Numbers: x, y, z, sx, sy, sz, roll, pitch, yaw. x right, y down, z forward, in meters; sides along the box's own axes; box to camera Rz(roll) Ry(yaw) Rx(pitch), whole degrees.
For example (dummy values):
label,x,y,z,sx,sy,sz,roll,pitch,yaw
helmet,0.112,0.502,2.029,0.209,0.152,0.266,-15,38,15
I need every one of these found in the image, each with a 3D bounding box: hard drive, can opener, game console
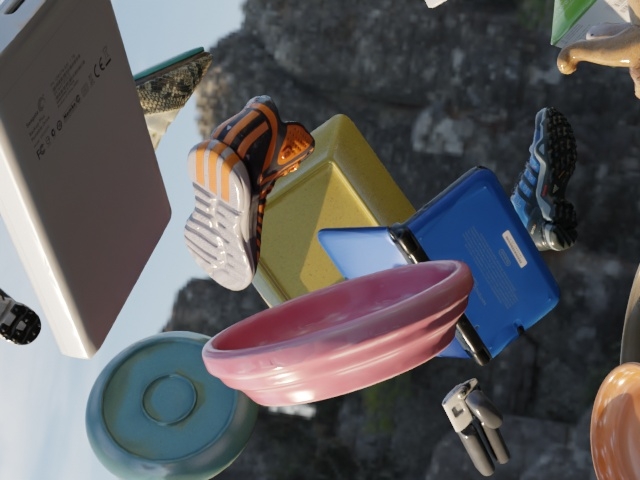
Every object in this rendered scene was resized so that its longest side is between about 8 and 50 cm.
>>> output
label,x,y,z,sx,sy,sz,roll,pitch,yaw
hard drive,-0.243,-0.085,1.118,0.353,0.047,0.233,80,-156,-43
can opener,0.290,0.344,1.994,0.095,0.076,0.283,45,169,44
game console,0.185,0.039,1.730,0.293,0.250,0.173,55,174,-32

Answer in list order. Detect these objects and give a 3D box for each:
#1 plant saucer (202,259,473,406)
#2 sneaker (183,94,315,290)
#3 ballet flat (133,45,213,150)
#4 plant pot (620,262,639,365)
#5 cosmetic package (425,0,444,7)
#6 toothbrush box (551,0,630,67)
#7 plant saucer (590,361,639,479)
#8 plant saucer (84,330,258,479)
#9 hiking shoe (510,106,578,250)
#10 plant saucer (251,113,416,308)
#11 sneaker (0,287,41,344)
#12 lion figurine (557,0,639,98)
label,x,y,z,sx,sy,sz,roll,pitch,yaw
plant saucer,0.027,0.112,1.327,0.332,0.332,0.084,-65,-43,-83
sneaker,-0.086,-0.067,1.529,0.180,0.124,0.321,-47,-15,-30
ballet flat,-0.410,-0.212,2.041,0.164,0.482,0.182,-171,65,-71
plant pot,0.719,0.186,2.034,0.323,0.280,0.323,10,-90,-86
cosmetic package,0.237,-0.539,1.854,0.224,0.138,0.224,-37,-77,-45
toothbrush box,0.466,-0.448,1.733,0.206,0.122,0.283,131,155,-61
plant saucer,0.409,0.254,1.420,0.200,0.037,0.200,-178,90,-72
plant saucer,-0.271,0.293,2.020,0.044,0.317,0.318,85,-168,-56
hiking shoe,0.431,-0.122,2.235,0.113,0.132,0.304,23,-115,-41
plant saucer,0.000,0.000,2.005,0.333,0.333,0.081,54,-164,-5
sneaker,-0.562,0.088,1.801,0.234,0.106,0.078,43,-107,-36
lion figurine,0.398,-0.305,1.275,0.142,0.240,0.392,-28,-65,-42
